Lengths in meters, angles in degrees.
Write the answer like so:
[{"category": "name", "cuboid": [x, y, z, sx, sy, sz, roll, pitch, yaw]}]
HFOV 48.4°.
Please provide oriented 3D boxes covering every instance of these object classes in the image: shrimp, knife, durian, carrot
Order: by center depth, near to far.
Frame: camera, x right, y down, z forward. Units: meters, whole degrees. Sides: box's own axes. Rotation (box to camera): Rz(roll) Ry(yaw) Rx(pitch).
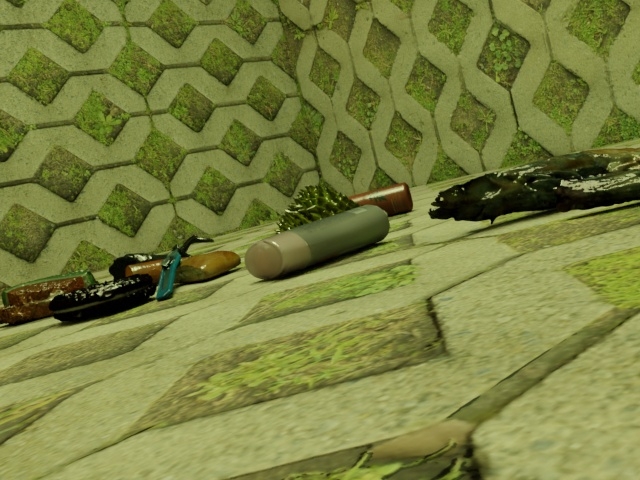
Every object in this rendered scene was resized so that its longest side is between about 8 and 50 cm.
[{"category": "shrimp", "cuboid": [0.382, -0.079, 1.051, 0.445, 0.085, 0.272, -10, 10, 1]}, {"category": "knife", "cuboid": [-0.294, 0.060, 1.385, 0.044, 0.026, 0.296, -27, 16, -2]}, {"category": "carrot", "cuboid": [-0.332, 0.066, 1.618, 0.210, 0.061, 0.061, -12, 3, -30]}, {"category": "durian", "cuboid": [-0.003, -0.033, 1.685, 0.170, 0.157, 0.355, 23, -10, -22]}]

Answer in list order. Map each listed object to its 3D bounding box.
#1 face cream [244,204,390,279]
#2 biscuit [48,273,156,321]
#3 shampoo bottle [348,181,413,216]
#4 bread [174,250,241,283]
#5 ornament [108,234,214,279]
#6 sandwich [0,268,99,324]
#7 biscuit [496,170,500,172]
[{"category": "face cream", "cuboid": [0.000, 0.000, 1.220, 0.269, 0.073, 0.107, -18, 1, -42]}, {"category": "biscuit", "cuboid": [-0.397, 0.104, 1.305, 0.195, 0.053, 0.194, -15, 4, 1]}, {"category": "shampoo bottle", "cuboid": [0.127, -0.091, 1.945, 0.244, 0.085, 0.085, -15, 4, 15]}, {"category": "bread", "cuboid": [-0.236, 0.055, 1.442, 0.154, 0.054, 0.136, -17, 8, -8]}, {"category": "ornament", "cuboid": [-0.379, 0.052, 1.741, 0.236, 0.080, 0.202, -17, -5, -31]}, {"category": "sandwich", "cuboid": [-0.610, 0.125, 1.553, 0.235, 0.079, 0.159, -14, 4, -5]}, {"category": "biscuit", "cuboid": [0.450, -0.148, 1.814, 0.170, 0.050, 0.170, -15, 4, 1]}]
